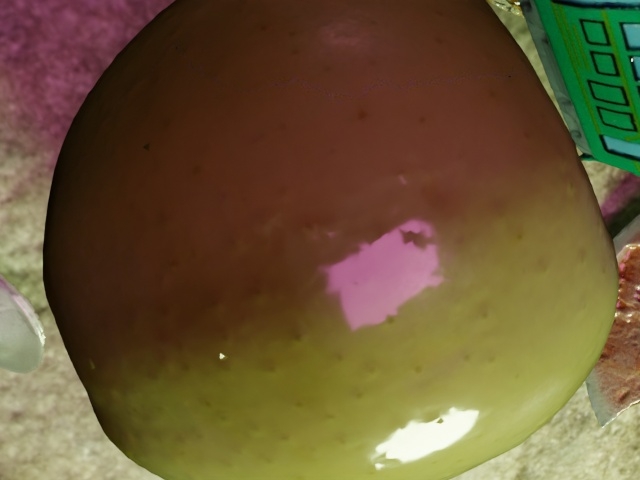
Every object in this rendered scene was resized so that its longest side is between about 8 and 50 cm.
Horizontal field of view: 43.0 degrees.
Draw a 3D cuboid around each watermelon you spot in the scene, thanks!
[{"bbox_3d":[0.422,0.090,0.977,0.260,0.176,0.256,-33,108,22],"label":"watermelon"}]

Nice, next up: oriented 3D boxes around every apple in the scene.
[{"bbox_3d":[0.000,0.000,0.685,0.474,0.473,0.473,-5,110,-14],"label":"apple"}]

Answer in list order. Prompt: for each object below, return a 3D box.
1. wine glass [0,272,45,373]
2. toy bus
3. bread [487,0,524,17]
[{"bbox_3d":[-0.387,0.154,0.697,0.143,0.321,0.143,17,131,20],"label":"wine glass"},{"bbox_3d":[0.325,-0.205,0.763,0.183,0.199,0.343,-50,135,-9],"label":"toy bus"},{"bbox_3d":[0.215,-0.274,0.839,0.070,0.076,0.083,21,103,-9],"label":"bread"}]
